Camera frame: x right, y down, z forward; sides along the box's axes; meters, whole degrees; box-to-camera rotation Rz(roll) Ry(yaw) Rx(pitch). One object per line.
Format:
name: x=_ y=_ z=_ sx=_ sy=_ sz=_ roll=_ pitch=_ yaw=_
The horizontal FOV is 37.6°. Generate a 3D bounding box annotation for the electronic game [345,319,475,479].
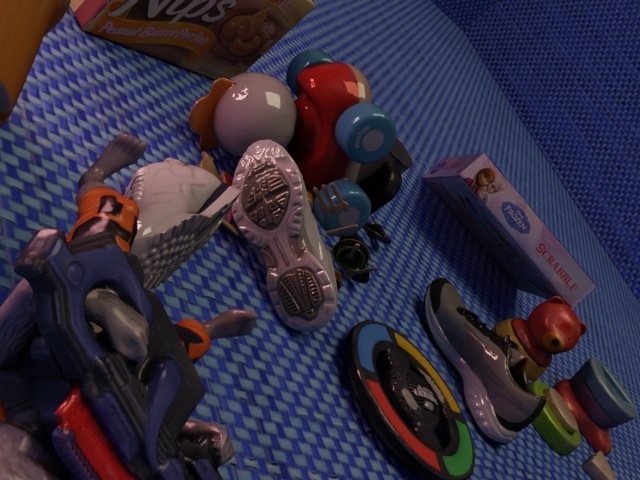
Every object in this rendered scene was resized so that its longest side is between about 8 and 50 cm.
electronic game: x=0.112 y=0.196 z=1.151 sx=0.229 sy=0.048 sz=0.229 roll=42 pitch=23 yaw=-23

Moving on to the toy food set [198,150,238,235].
toy food set: x=-0.121 y=-0.050 z=1.118 sx=0.078 sy=0.019 sz=0.122 roll=41 pitch=23 yaw=-24

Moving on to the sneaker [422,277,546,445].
sneaker: x=0.242 y=0.163 z=1.388 sx=0.100 sy=0.108 sz=0.271 roll=21 pitch=35 yaw=-50

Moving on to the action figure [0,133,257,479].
action figure: x=-0.151 y=0.119 z=0.681 sx=0.330 sy=0.179 sz=0.341 roll=-65 pitch=142 yaw=-59

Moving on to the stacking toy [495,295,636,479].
stacking toy: x=0.462 y=0.263 z=1.633 sx=0.309 sy=0.130 sz=0.279 roll=42 pitch=23 yaw=-22

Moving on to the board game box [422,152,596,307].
board game box: x=0.350 y=-0.025 z=1.802 sx=0.318 sy=0.066 sz=0.318 roll=49 pitch=-3 yaw=-7

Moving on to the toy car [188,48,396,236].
toy car: x=-0.064 y=-0.138 z=1.223 sx=0.238 sy=0.210 sz=0.219 roll=2 pitch=32 yaw=-26

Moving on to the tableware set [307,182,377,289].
tableware set: x=0.000 y=0.000 z=1.188 sx=0.024 sy=0.104 sz=0.154 roll=-74 pitch=144 yaw=-50

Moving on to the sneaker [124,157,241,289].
sneaker: x=-0.162 y=-0.025 z=0.934 sx=0.095 sy=0.090 sz=0.235 roll=38 pitch=18 yaw=0

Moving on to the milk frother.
milk frother: x=0.088 y=-0.078 z=1.425 sx=0.143 sy=0.135 sz=0.129 roll=24 pitch=35 yaw=-50

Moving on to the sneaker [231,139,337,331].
sneaker: x=-0.039 y=-0.005 z=1.118 sx=0.115 sy=0.090 sz=0.232 roll=12 pitch=62 yaw=-79

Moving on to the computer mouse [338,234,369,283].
computer mouse: x=0.042 y=-0.050 z=1.329 sx=0.041 sy=0.071 sz=0.242 roll=-1 pitch=66 yaw=-27

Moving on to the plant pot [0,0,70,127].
plant pot: x=-0.306 y=-0.189 z=0.760 sx=0.205 sy=0.205 sz=0.188 roll=30 pitch=45 yaw=-44

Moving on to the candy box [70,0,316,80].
candy box: x=-0.165 y=-0.327 z=1.251 sx=0.316 sy=0.183 sz=0.087 roll=10 pitch=45 yaw=-60
